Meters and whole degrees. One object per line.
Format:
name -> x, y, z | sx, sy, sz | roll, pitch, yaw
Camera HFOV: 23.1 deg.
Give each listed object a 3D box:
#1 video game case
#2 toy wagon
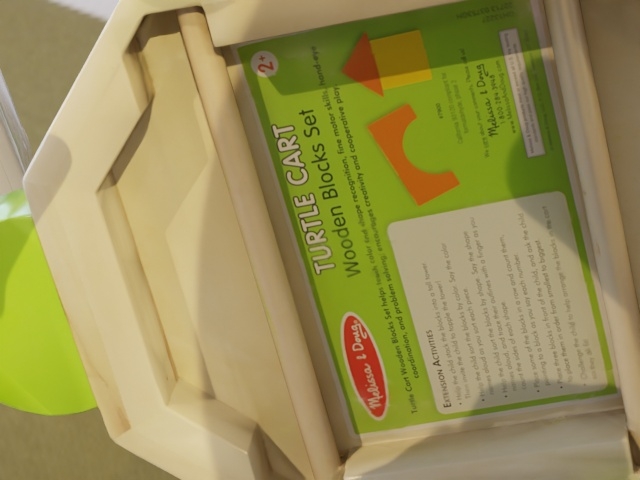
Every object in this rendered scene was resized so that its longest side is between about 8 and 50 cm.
video game case -> -0.220, -0.129, 0.952 | 0.023, 0.212, 0.193 | -21, 18, -6
toy wagon -> 0.000, 0.000, 0.552 | 0.344, 0.267, 0.068 | -10, 24, 13
